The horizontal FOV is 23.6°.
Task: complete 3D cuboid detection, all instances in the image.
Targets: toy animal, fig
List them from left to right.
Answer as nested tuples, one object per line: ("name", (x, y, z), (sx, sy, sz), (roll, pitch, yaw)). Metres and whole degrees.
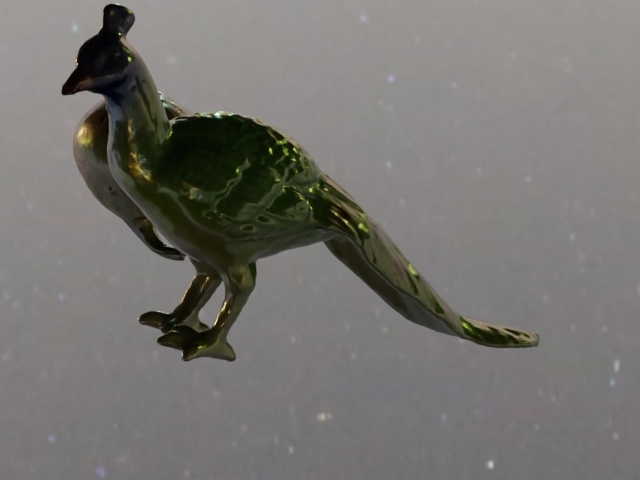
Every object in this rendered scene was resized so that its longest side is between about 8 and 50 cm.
("fig", (-0.109, -0.042, 0.921), (0.084, 0.098, 0.082), (13, -162, 22))
("toy animal", (-0.011, 0.013, 0.487), (0.075, 0.217, 0.041), (-55, -143, -2))
